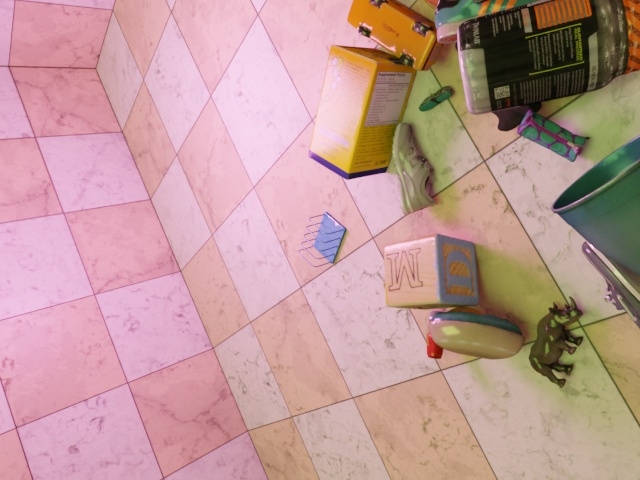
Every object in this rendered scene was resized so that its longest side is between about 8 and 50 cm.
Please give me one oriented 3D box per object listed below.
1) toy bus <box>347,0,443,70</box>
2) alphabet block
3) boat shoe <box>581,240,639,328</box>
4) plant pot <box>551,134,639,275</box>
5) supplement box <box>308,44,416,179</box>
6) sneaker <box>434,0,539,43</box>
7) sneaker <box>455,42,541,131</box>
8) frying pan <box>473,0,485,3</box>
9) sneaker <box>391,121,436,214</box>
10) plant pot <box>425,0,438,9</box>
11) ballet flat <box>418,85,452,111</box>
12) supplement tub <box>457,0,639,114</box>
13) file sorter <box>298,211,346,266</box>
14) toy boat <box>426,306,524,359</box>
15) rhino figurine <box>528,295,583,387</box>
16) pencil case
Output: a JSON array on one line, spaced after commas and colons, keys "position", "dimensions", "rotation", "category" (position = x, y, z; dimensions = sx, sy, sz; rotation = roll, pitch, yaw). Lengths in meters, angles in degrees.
[{"position": [0.217, -0.605, 1.375], "dimensions": [0.332, 0.130, 0.108], "rotation": [46, 131, 28], "category": "toy bus"}, {"position": [0.320, 0.099, 1.410], "dimensions": [0.197, 0.193, 0.193], "rotation": [-14, 70, 48], "category": "alphabet block"}, {"position": [0.695, 0.133, 1.096], "dimensions": [0.319, 0.116, 0.099], "rotation": [53, 131, 15], "category": "boat shoe"}, {"position": [0.669, -0.055, 0.973], "dimensions": [0.255, 0.272, 0.271], "rotation": [49, 135, 4], "category": "plant pot"}, {"position": [0.123, -0.396, 1.498], "dimensions": [0.195, 0.194, 0.356], "rotation": [37, 127, 35], "category": "supplement box"}, {"position": [0.418, -0.558, 1.128], "dimensions": [0.303, 0.108, 0.120], "rotation": [-5, 96, 21], "category": "sneaker"}, {"position": [0.425, -0.401, 1.236], "dimensions": [0.286, 0.109, 0.130], "rotation": [60, 144, 18], "category": "sneaker"}, {"position": [0.492, -0.638, 1.025], "dimensions": [0.327, 0.053, 0.197], "rotation": [-1, 89, 21], "category": "frying pan"}, {"position": [0.286, -0.223, 1.473], "dimensions": [0.116, 0.105, 0.280], "rotation": [-9, 92, 15], "category": "sneaker"}, {"position": [0.304, -0.686, 1.208], "dimensions": [0.205, 0.188, 0.204], "rotation": [18, 115, 44], "category": "plant pot"}, {"position": [0.331, -0.410, 1.388], "dimensions": [0.114, 0.041, 0.041], "rotation": [-21, 86, 49], "category": "ballet flat"}, {"position": [0.476, -0.402, 1.028], "dimensions": [0.338, 0.207, 0.206], "rotation": [-7, 98, 22], "category": "supplement tub"}, {"position": [0.000, 0.000, 1.830], "dimensions": [0.118, 0.105, 0.170], "rotation": [43, 131, 32], "category": "file sorter"}, {"position": [0.404, 0.259, 1.403], "dimensions": [0.318, 0.268, 0.148], "rotation": [143, 140, -64], "category": "toy boat"}, {"position": [0.614, 0.254, 1.256], "dimensions": [0.106, 0.073, 0.243], "rotation": [24, 117, 38], "category": "rhino figurine"}, {"position": [0.543, -0.247, 1.136], "dimensions": [0.152, 0.070, 0.064], "rotation": [29, 103, 6], "category": "pencil case"}]
